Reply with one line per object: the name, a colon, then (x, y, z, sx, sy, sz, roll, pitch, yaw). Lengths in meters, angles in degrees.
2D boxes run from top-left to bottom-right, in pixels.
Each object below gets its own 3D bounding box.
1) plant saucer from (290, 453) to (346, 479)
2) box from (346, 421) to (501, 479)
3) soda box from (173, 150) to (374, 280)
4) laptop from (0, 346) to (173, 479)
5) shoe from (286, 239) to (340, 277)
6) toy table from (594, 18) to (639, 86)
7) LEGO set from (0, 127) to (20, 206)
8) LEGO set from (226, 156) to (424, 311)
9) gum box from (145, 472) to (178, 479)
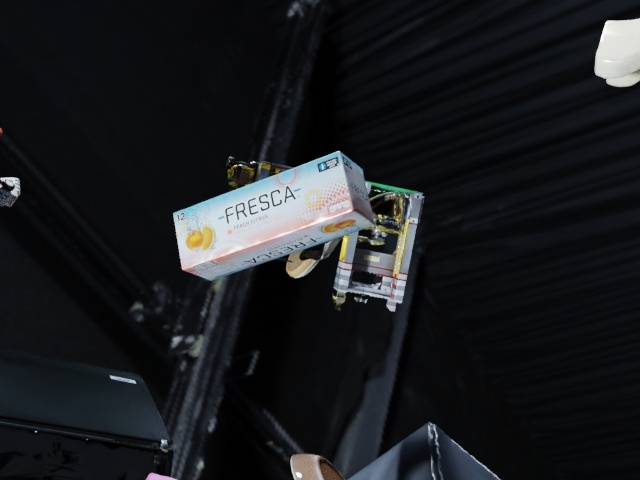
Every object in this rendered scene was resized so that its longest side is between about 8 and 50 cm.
plant saucer: (0.024, 0.317, 1.063, 0.168, 0.029, 0.168, 53, -176, -5)
box: (0.153, 0.604, 1.331, 0.471, 0.480, 0.297, 41, -157, -18)
soda box: (-0.046, -0.020, 0.854, 0.058, 0.183, 0.063, 29, -134, -63)
laptop: (-0.288, 0.240, 0.944, 0.234, 0.136, 0.265, 16, -114, -29)
shoe: (0.017, -0.008, 1.643, 0.058, 0.076, 0.219, 48, -119, -20)
toy table: (0.421, -0.273, 1.047, 0.274, 0.160, 0.252, -59, -29, -44)
LEGO set: (-0.377, -0.086, 0.799, 0.060, 0.182, 0.244, -119, 20, -48)
LEGO set: (0.000, 0.000, 1.373, 0.331, 0.255, 0.192, 11, -89, -18)
gum box: (-0.016, 0.191, 0.365, 0.188, 0.062, 0.107, 38, -112, -14)
